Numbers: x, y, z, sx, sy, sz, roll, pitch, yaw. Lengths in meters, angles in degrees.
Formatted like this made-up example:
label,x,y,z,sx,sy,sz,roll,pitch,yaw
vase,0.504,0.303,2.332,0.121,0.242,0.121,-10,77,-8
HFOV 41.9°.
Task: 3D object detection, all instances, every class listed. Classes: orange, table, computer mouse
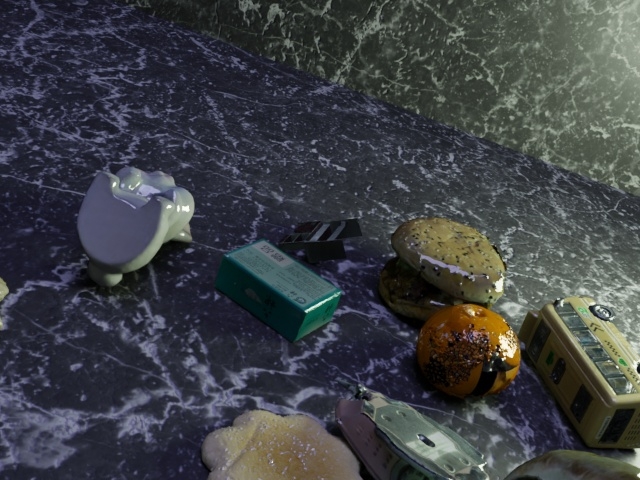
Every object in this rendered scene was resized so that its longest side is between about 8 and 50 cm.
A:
label,x,y,z,sx,sy,sz,roll,pitch,yaw
orange,0.322,0.238,1.829,0.234,0.182,0.234,4,25,-2
table,0.000,0.000,2.145,0.175,0.063,0.146,-6,21,23
computer mouse,0.143,0.384,1.524,0.389,0.115,0.199,32,14,34

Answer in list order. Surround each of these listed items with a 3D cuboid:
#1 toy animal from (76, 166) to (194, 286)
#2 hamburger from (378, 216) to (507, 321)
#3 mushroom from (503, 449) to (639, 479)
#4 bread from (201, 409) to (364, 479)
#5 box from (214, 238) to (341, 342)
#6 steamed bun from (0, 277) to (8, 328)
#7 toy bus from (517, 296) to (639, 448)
label,x,y,z,sx,sy,sz,roll,pitch,yaw
toy animal,-0.401,-0.038,1.853,0.196,0.241,0.367,29,15,1
hamburger,0.288,0.077,2.063,0.276,0.195,0.318,12,27,-15
mushroom,0.385,0.479,1.273,0.260,0.352,0.352,41,20,-24
bread,-0.055,0.399,1.442,0.315,0.054,0.316,13,29,-7
box,-0.097,0.108,1.879,0.244,0.092,0.153,34,31,23
steamed bun,-0.667,0.102,1.530,0.192,0.106,0.177,20,30,-1
toy bus,0.616,0.290,1.907,0.201,0.177,0.365,1,34,-18
